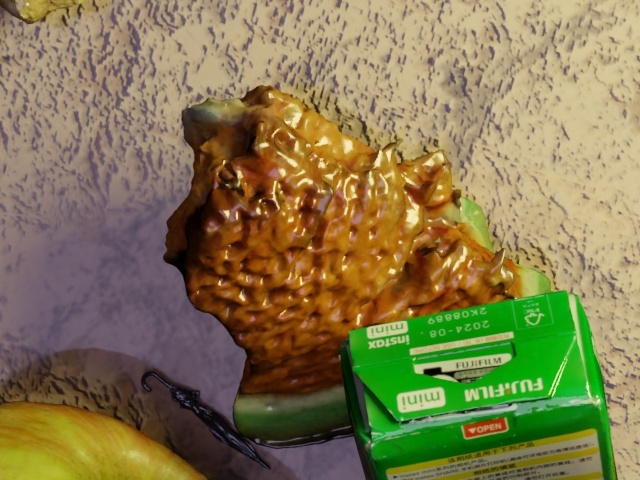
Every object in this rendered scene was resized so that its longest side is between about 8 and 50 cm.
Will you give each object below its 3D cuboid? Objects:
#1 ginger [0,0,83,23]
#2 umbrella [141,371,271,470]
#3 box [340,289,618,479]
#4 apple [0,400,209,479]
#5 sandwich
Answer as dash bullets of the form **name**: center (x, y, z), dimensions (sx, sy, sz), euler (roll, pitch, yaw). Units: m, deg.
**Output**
- **ginger**: center (-0.226, -0.239, 1.217), dimensions (0.096, 0.067, 0.165), euler (-7, 82, 5)
- **umbrella**: center (-0.086, 0.137, 1.267), dimensions (0.122, 0.013, 0.022), euler (35, 109, -1)
- **box**: center (0.118, 0.157, 1.155), dimensions (0.180, 0.103, 0.250), euler (-11, 136, 5)
- **apple**: center (-0.189, 0.268, 1.165), dimensions (0.309, 0.277, 0.250), euler (44, 111, 24)
- **sandwich**: center (0.000, 0.000, 1.171), dimensions (0.250, 0.162, 0.301), euler (-26, 129, 14)
